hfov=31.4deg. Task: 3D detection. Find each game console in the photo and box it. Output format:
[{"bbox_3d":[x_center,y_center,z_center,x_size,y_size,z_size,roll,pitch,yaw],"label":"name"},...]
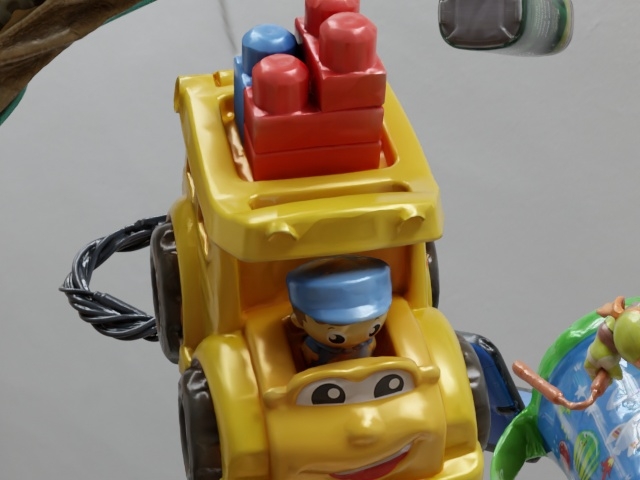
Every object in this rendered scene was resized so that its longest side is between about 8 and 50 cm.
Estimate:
[{"bbox_3d":[0.172,0.150,1.375,0.293,0.173,0.250,5,-49,47],"label":"game console"}]

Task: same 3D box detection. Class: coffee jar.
[{"bbox_3d":[0.201,-0.235,1.201,0.096,0.184,0.079,5,-82,30],"label":"coffee jar"}]

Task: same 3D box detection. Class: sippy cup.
[{"bbox_3d":[0.333,0.206,1.089,0.240,0.224,0.305,31,-66,-14],"label":"sippy cup"}]

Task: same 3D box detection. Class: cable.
[{"bbox_3d":[-0.180,0.042,1.184,0.184,0.151,0.047,-12,-34,1],"label":"cable"}]

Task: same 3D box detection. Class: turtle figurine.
[{"bbox_3d":[0.256,0.046,0.728,0.269,0.217,0.087,-25,-103,64],"label":"turtle figurine"}]

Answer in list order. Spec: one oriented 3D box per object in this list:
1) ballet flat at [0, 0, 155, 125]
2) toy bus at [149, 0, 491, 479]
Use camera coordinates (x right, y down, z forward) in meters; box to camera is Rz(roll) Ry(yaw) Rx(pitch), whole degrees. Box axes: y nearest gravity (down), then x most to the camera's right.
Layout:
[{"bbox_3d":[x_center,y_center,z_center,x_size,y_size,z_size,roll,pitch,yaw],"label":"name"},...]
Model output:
[{"bbox_3d":[-0.202,-0.150,0.702,0.116,0.342,0.124,55,0,38],"label":"ballet flat"},{"bbox_3d":[0.000,0.000,0.539,0.149,0.220,0.211,-5,-48,-12],"label":"toy bus"}]
